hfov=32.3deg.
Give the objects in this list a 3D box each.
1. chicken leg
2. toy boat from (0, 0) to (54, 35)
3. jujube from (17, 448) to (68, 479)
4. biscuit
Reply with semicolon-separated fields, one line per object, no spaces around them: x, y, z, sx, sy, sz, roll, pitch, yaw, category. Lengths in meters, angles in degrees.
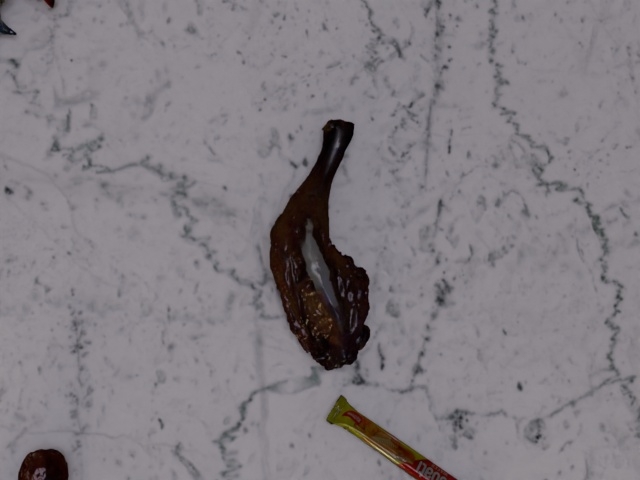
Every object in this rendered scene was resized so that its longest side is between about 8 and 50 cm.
0.000;0.000;1.733;0.158;0.096;0.407;0;80;-11;chicken leg
-0.572;-0.399;1.743;0.318;0.072;0.219;-30;89;0;toy boat
-0.415;0.374;1.639;0.077;0.077;0.129;6;85;-6;jujube
0.138;0.344;1.734;0.292;0.026;0.048;34;60;-1;biscuit
